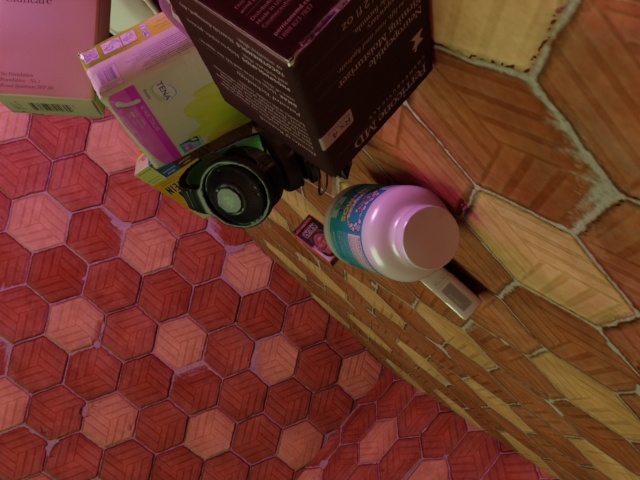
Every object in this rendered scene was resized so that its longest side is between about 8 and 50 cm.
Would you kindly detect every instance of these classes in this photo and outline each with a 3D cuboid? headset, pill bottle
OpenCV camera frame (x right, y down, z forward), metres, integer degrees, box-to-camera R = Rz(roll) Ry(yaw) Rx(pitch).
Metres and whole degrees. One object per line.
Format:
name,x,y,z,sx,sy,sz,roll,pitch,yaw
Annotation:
headset,-0.097,-0.147,1.179,0.394,0.243,0.185,9,129,47
pill bottle,0.112,-0.016,1.080,0.146,0.146,0.264,45,170,-18

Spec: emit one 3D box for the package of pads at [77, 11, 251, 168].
package of pads,-0.231,-0.254,1.144,0.101,0.229,0.296,61,177,16

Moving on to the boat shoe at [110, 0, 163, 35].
boat shoe,-0.407,-0.491,1.306,0.319,0.116,0.099,36,-145,-6

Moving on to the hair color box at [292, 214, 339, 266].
hair color box,0.000,0.000,1.854,0.141,0.072,0.043,37,170,24

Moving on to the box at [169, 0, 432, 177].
box,-0.011,-0.203,0.647,0.167,0.168,0.203,37,170,22

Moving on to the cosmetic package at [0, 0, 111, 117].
cosmetic package,-0.435,-0.369,1.131,0.160,0.310,0.113,1,175,-7

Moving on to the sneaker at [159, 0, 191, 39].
sneaker,-0.104,-0.325,0.741,0.095,0.104,0.236,43,149,0

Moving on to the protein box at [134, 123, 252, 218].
protein box,-0.261,-0.192,1.442,0.199,0.135,0.201,35,-140,-41

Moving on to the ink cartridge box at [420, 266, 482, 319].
ink cartridge box,0.222,0.060,1.339,0.181,0.056,0.224,41,-170,2
